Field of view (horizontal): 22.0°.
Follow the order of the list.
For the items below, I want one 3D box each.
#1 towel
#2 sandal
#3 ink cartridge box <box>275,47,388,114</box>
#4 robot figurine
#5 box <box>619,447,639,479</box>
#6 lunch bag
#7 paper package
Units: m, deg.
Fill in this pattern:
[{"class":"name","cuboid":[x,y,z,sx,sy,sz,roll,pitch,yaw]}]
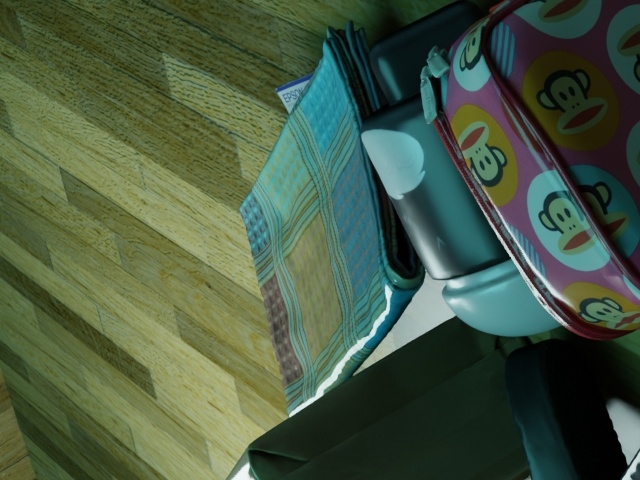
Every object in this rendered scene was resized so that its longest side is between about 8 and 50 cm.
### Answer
[{"class":"towel","cuboid":[0.000,0.000,1.590,0.370,0.040,0.271,123,138,-58]},{"class":"sandal","cuboid":[0.239,0.311,1.462,0.107,0.167,0.445,-24,69,28]},{"class":"ink cartridge box","cuboid":[0.065,-0.075,1.600,0.223,0.045,0.224,-11,105,61]},{"class":"robot figurine","cuboid":[0.144,-0.058,1.355,0.173,0.209,0.278,-21,98,46]},{"class":"box","cuboid":[0.336,0.147,1.176,0.143,0.165,0.270,48,151,21]},{"class":"lunch bag","cuboid":[0.218,-0.102,1.049,0.258,0.293,0.120,58,152,5]},{"class":"paper package","cuboid":[0.051,0.247,1.654,0.168,0.309,0.325,55,154,13]}]
